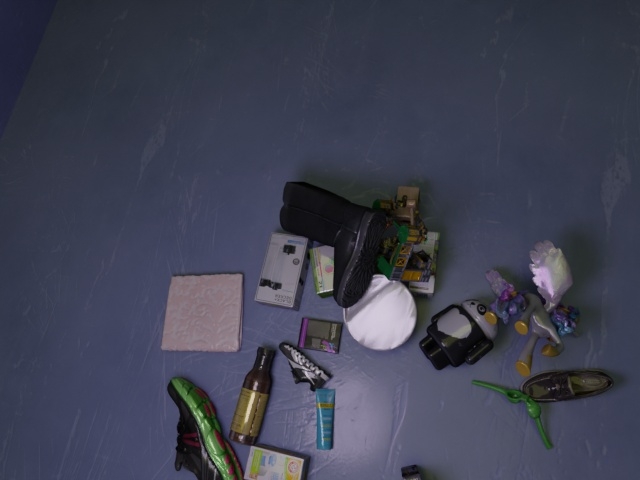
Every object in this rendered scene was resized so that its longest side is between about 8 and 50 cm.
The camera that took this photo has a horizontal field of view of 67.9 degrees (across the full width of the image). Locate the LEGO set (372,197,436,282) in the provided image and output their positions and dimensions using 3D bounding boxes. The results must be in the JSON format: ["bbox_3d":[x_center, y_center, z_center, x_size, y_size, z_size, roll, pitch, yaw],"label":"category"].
[{"bbox_3d":[0.303,0.001,1.688,0.191,0.331,0.255,5,108,-22],"label":"LEGO set"}]

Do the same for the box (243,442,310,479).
[{"bbox_3d":[-0.150,0.803,1.683,0.202,0.103,0.114,8,75,15],"label":"box"}]

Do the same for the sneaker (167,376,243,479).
[{"bbox_3d":[-0.465,0.724,1.738,0.202,0.185,0.483,-31,67,-3],"label":"sneaker"}]

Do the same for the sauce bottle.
[{"bbox_3d":[-0.244,0.575,1.777,0.111,0.111,0.345,12,74,16],"label":"sauce bottle"}]

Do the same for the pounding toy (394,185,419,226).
[{"bbox_3d":[0.323,-0.117,1.825,0.094,0.206,0.181,7,74,15],"label":"pounding toy"}]

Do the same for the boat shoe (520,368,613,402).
[{"bbox_3d":[0.818,0.480,1.581,0.284,0.092,0.103,-10,73,10],"label":"boat shoe"}]

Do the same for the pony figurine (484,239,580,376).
[{"bbox_3d":[0.704,0.223,1.583,0.363,0.303,0.351,-21,76,-39],"label":"pony figurine"}]

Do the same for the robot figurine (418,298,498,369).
[{"bbox_3d":[0.484,0.327,1.661,0.278,0.173,0.209,-36,71,0],"label":"robot figurine"}]

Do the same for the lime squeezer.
[{"bbox_3d":[0.666,0.552,1.598,0.310,0.110,0.058,40,55,21],"label":"lime squeezer"}]

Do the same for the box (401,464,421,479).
[{"bbox_3d":[0.307,0.826,1.508,0.056,0.231,0.183,-14,71,4],"label":"box"}]

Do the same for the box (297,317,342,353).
[{"bbox_3d":[-0.002,0.367,1.834,0.161,0.029,0.116,6,74,16],"label":"box"}]

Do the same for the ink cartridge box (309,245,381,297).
[{"bbox_3d":[0.100,0.103,1.861,0.254,0.097,0.189,-13,70,9],"label":"ink cartridge box"}]

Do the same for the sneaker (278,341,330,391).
[{"bbox_3d":[-0.081,0.480,1.788,0.234,0.078,0.106,35,80,18],"label":"sneaker"}]

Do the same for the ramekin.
[{"bbox_3d":[0.225,0.259,1.743,0.272,0.127,0.273,-1,85,17],"label":"ramekin"}]

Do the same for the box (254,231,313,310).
[{"bbox_3d":[-0.144,0.124,1.913,0.169,0.087,0.290,9,75,15],"label":"box"}]

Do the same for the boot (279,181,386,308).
[{"bbox_3d":[0.001,-0.002,1.757,0.444,0.146,0.368,23,97,38],"label":"boot"}]

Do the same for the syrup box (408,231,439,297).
[{"bbox_3d":[0.392,0.091,1.802,0.096,0.093,0.237,5,73,14],"label":"syrup box"}]

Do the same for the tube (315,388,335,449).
[{"bbox_3d":[0.015,0.647,1.726,0.080,0.052,0.207,12,69,-29],"label":"tube"}]

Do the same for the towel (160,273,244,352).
[{"bbox_3d":[-0.477,0.296,1.949,0.331,0.053,0.317,-2,71,11],"label":"towel"}]
